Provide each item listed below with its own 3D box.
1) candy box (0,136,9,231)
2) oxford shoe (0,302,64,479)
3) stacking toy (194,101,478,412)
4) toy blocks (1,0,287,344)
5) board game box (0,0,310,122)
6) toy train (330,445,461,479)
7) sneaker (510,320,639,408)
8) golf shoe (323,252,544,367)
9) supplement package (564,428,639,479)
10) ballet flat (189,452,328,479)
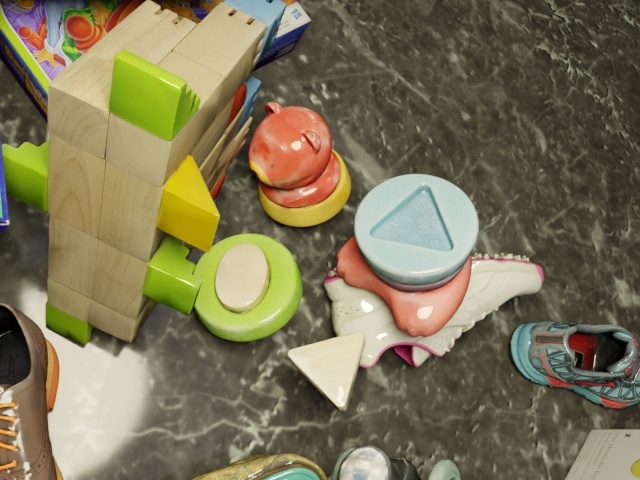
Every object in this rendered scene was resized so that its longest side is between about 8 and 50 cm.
[{"bbox_3d":[-0.387,-0.120,0.560,0.122,0.268,0.318,0,72,-45],"label":"candy box"},{"bbox_3d":[-0.283,0.180,0.560,0.096,0.098,0.272,-11,52,-13],"label":"oxford shoe"},{"bbox_3d":[0.000,0.000,0.705,0.308,0.130,0.280,30,67,23],"label":"stacking toy"},{"bbox_3d":[-0.151,-0.087,0.638,0.190,0.381,0.261,26,47,-1],"label":"toy blocks"},{"bbox_3d":[-0.217,-0.283,0.797,0.347,0.078,0.233,-36,90,-28],"label":"board game box"},{"bbox_3d":[0.084,0.343,0.632,0.334,0.142,0.190,62,39,-38],"label":"toy train"},{"bbox_3d":[0.402,0.174,0.893,0.261,0.125,0.104,12,70,-19],"label":"sneaker"},{"bbox_3d":[0.153,0.088,0.834,0.305,0.115,0.140,-4,84,-16],"label":"golf shoe"},{"bbox_3d":[0.442,0.328,0.796,0.134,0.244,0.139,45,62,-5],"label":"supplement package"},{"bbox_3d":[-0.157,0.301,0.626,0.348,0.123,0.123,-16,81,-23],"label":"ballet flat"}]
